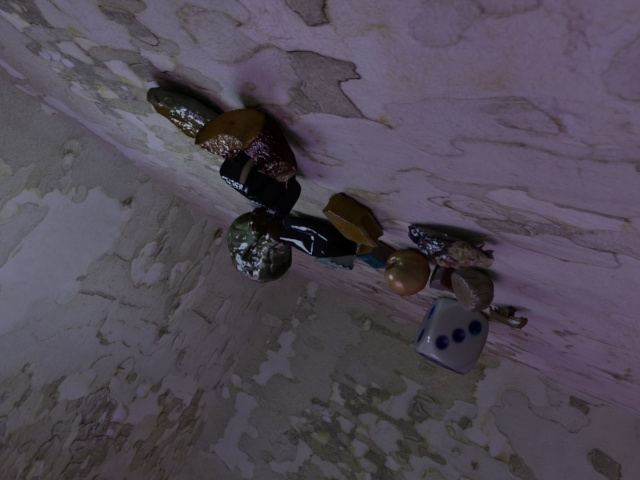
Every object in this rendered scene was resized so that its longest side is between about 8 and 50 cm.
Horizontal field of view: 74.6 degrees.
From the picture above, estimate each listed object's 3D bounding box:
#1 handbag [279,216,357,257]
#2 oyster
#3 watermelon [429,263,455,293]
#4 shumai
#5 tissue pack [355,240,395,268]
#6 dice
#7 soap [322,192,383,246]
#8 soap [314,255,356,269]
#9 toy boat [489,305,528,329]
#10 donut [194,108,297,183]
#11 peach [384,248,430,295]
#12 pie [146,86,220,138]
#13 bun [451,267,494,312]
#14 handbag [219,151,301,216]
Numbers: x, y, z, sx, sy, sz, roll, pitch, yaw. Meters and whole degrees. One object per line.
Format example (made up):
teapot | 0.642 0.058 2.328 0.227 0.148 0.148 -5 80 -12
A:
handbag | 0.000 0.000 1.953 0.342 0.152 0.287 19 -178 39
oyster | 0.384 0.031 1.297 0.274 0.101 0.271 19 -179 19
watermelon | 0.484 0.153 1.615 0.158 0.098 0.121 26 170 -13
shumai | -0.283 -0.006 2.130 0.398 0.323 0.323 64 152 11
tissue pack | 0.238 0.061 1.787 0.119 0.082 0.169 31 168 -12
dice | 0.650 0.474 2.102 0.276 0.305 0.304 26 169 5
soap | 0.110 -0.074 1.496 0.160 0.080 0.257 19 166 33
soap | 0.075 0.089 2.211 0.150 0.094 0.261 20 173 -19
toy boat | 0.752 0.301 1.695 0.064 0.072 0.206 14 -177 -14
donut | -0.169 -0.277 1.136 0.294 0.152 0.112 21 161 -39
peach | 0.335 0.124 1.619 0.184 0.184 0.184 26 168 6
pie | -0.397 -0.381 1.335 0.306 0.071 0.306 28 172 4
bun | 0.541 0.165 1.471 0.173 0.113 0.167 -159 49 -82
handbag | -0.182 -0.200 1.380 0.181 0.181 0.254 28 172 35
